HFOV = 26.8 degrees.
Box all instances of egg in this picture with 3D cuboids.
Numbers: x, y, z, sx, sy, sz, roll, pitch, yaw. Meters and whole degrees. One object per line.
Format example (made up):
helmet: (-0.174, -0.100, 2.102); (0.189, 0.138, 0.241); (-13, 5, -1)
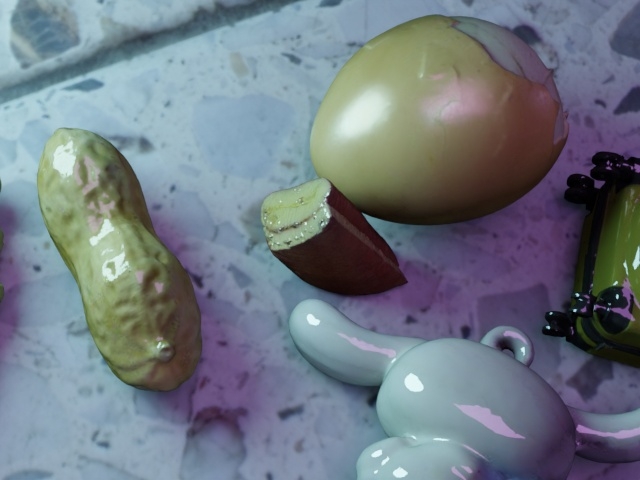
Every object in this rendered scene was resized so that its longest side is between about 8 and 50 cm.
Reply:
egg: (0.107, -0.110, 1.283); (0.244, 0.201, 0.201); (-23, 78, -12)

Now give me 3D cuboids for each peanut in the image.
peanut: (-0.183, 0.014, 1.220); (0.101, 0.117, 0.263); (-14, 71, -39)

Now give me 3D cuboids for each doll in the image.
doll: (0.128, 0.241, 1.192); (0.376, 0.187, 0.366); (6, 59, 17)

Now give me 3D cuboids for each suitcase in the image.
suitcase: (0.356, 0.030, 1.321); (0.235, 0.143, 0.194); (16, 68, -8)

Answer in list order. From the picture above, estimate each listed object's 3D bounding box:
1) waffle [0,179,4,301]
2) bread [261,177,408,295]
waffle: (-0.429, 0.031, 1.175); (0.297, 0.073, 0.317); (13, 69, -8)
bread: (0.000, 0.001, 1.266); (0.119, 0.192, 0.067); (6, 71, 28)
